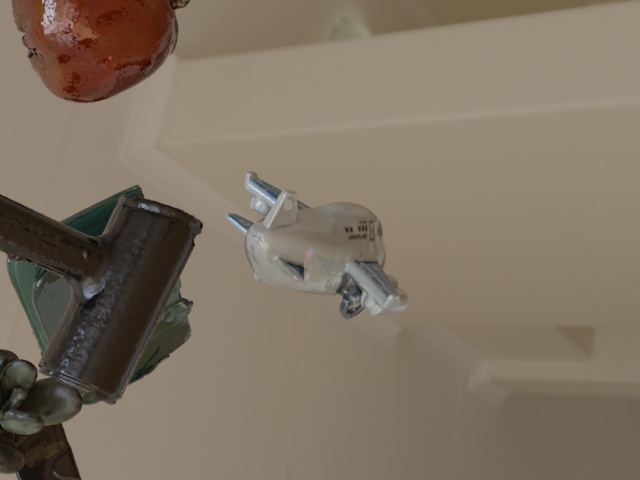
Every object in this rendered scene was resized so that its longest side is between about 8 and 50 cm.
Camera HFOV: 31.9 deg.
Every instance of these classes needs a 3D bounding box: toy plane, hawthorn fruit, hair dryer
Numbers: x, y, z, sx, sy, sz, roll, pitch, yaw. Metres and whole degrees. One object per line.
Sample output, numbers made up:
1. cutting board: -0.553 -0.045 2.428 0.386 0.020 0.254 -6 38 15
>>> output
1. toy plane: -0.003 0.005 1.367 0.122 0.267 0.267 -56 -27 14
2. hawthorn fruit: -0.249 -0.256 1.300 0.185 0.202 0.185 167 90 -77
3. hair dryer: -0.247 0.017 1.028 0.251 0.089 0.197 33 -106 -34

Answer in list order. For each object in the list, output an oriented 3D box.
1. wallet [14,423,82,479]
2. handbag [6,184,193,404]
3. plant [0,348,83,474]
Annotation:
1. wallet: -0.367 0.313 1.503 0.082 0.018 0.156 -15 -106 -21
2. handbag: -0.320 0.091 1.694 0.238 0.089 0.326 -32 -38 -21
3. plant: -0.411 0.213 1.320 0.146 0.274 0.149 -3 -108 -49
